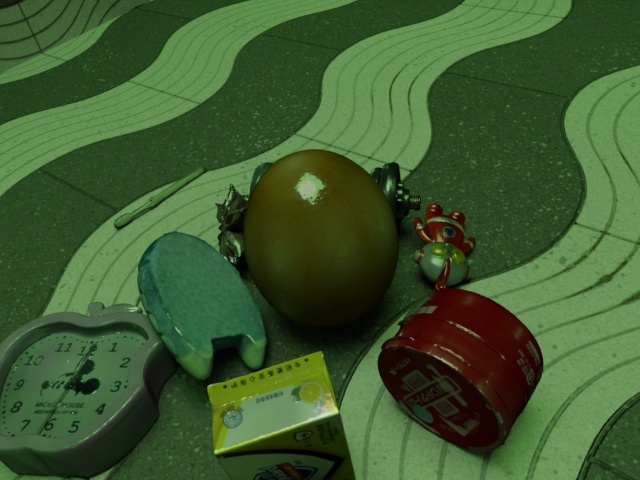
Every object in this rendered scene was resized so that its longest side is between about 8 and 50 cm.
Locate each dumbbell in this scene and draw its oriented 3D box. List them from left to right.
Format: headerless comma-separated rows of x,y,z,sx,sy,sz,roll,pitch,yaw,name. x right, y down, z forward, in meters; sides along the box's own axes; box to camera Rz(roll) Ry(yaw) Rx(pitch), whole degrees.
0.017,-0.085,1.263,0.406,0.179,0.179,1,43,13,dumbbell

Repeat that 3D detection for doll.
0.253,0.017,1.180,0.142,0.076,0.245,19,41,0,doll

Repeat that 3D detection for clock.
-0.443,0.258,1.039,0.339,0.102,0.338,-5,41,5,clock

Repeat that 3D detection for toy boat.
-0.242,0.131,1.094,0.215,0.123,0.330,-4,48,-46,toy boat

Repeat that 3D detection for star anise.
-0.186,-0.031,1.241,0.065,0.195,0.182,-3,73,-21,star anise

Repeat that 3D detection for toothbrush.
-0.416,-0.117,1.496,0.294,0.026,0.028,-38,34,-26,toothbrush

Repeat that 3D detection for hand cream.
0.216,0.197,0.886,0.230,0.230,0.149,27,54,34,hand cream

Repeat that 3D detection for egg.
0.000,0.000,1.042,0.283,0.351,0.282,-10,38,8,egg

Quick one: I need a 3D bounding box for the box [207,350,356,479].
-0.045,0.287,0.806,0.168,0.265,0.097,-16,45,-7,box
